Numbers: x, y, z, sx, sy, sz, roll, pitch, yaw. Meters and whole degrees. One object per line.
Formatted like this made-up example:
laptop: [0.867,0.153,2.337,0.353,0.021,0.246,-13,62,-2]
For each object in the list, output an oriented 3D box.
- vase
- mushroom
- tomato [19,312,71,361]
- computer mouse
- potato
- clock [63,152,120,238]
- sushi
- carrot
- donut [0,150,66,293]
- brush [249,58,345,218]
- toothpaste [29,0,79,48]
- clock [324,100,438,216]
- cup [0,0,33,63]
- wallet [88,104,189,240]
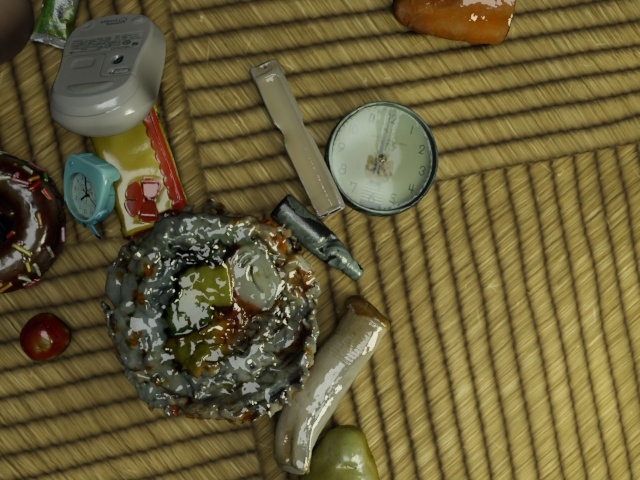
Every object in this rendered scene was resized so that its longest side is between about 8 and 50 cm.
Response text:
vase: [0.000,0.000,1.361,0.211,0.060,0.060,41,84,-7]
mushroom: [0.014,0.264,1.329,0.095,0.122,0.351,38,76,-38]
tomato: [-0.495,0.174,1.277,0.087,0.075,0.087,0,93,-8]
computer mouse: [-0.361,-0.279,1.245,0.184,0.297,0.121,-10,134,3]
potato: [0.036,0.441,1.320,0.157,0.157,0.194,9,82,-9]
clock: [-0.412,-0.076,1.273,0.108,0.045,0.147,27,116,28]
sushi: [-0.190,0.125,1.269,0.417,0.176,0.418,0,92,-9]
carrot: [0.251,-0.458,1.374,0.225,0.159,0.159,1,89,3]
donut: [-0.583,-0.032,1.252,0.269,0.103,0.270,0,89,-7]
brush: [-0.046,-0.193,1.367,0.060,0.050,0.321,-24,86,-6]
toothpaste: [-0.462,-0.473,1.304,0.078,0.047,0.248,16,89,-9]
clock: [0.121,-0.158,1.388,0.226,0.049,0.226,0,91,-9]
cup: [-0.634,-0.426,1.197,0.252,0.200,0.192,28,86,-7]
wallet: [-0.334,-0.135,1.309,0.141,0.067,0.241,-20,92,-10]
